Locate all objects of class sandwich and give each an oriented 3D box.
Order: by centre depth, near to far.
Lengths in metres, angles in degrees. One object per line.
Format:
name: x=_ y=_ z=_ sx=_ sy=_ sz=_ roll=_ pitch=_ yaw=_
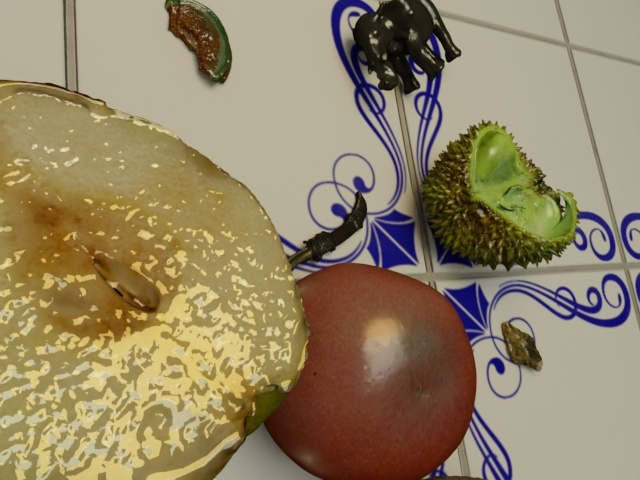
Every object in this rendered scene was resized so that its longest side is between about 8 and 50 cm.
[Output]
sandwich: x=-0.161 y=-0.280 z=0.727 sx=0.067 sy=0.029 sz=0.135 roll=-35 pitch=93 yaw=-32

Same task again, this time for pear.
pear: x=-0.219 y=0.059 z=0.493 sx=0.386 sy=0.191 sz=0.340 roll=45 pitch=50 yaw=4

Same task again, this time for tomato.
tomato: x=0.052 y=0.149 z=0.609 sx=0.256 sy=0.224 sz=0.255 roll=3 pitch=83 yaw=-24

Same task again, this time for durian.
durian: x=0.263 y=-0.057 z=0.805 sx=0.237 sy=0.176 sz=0.200 roll=30 pitch=73 yaw=-12

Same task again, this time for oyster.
oyster: x=0.329 y=0.173 z=0.856 sx=0.093 sy=0.034 sz=0.051 roll=35 pitch=54 yaw=-11

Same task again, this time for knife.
knife: x=0.004 y=0.004 z=0.736 sx=0.045 sy=0.021 sz=0.222 roll=52 pitch=55 yaw=-7

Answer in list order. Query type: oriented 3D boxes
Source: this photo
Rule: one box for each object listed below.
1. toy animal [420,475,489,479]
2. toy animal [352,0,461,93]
toy animal: x=0.121 y=0.363 z=0.577 sx=0.358 sy=0.226 sz=0.188 roll=-4 pitch=66 yaw=-30
toy animal: x=0.133 y=-0.316 z=0.861 sx=0.146 sy=0.114 sz=0.245 roll=53 pitch=37 yaw=-12
